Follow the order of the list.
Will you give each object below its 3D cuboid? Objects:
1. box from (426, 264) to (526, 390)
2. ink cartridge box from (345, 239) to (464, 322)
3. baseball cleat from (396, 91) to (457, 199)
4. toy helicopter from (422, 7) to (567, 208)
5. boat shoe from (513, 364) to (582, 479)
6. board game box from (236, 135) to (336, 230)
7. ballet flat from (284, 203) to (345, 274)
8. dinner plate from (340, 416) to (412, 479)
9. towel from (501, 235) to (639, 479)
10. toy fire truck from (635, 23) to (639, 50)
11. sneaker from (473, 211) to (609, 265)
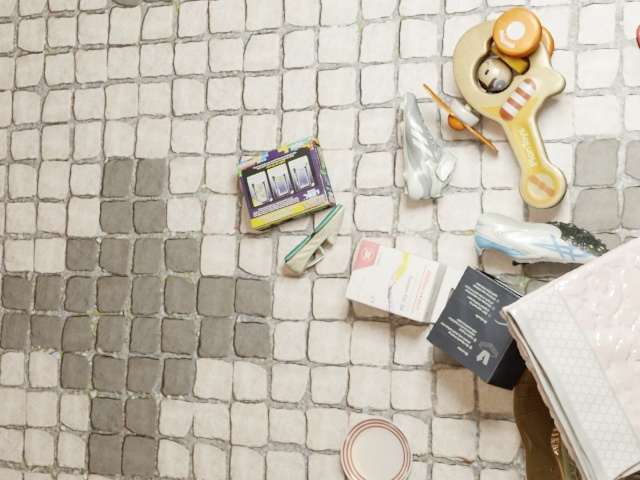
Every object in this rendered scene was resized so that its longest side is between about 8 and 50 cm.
[{"bbox_3d":[0.296,0.152,1.765,0.156,0.093,0.158,35,99,43],"label":"box"},{"bbox_3d":[0.159,0.081,1.865,0.198,0.067,0.115,16,91,22],"label":"ink cartridge box"},{"bbox_3d":[0.199,-0.177,1.884,0.109,0.072,0.206,-3,86,6],"label":"baseball cleat"},{"bbox_3d":[0.331,-0.217,1.790,0.235,0.140,0.355,-22,80,21],"label":"toy helicopter"},{"bbox_3d":[0.402,0.328,1.742,0.104,0.089,0.285,-10,77,47],"label":"boat shoe"},{"bbox_3d":[-0.068,-0.110,1.987,0.170,0.048,0.141,-18,80,19],"label":"board game box"},{"bbox_3d":[0.000,0.000,1.955,0.052,0.057,0.168,43,107,-8],"label":"ballet flat"},{"bbox_3d":[0.106,0.400,1.883,0.141,0.017,0.141,-3,84,23],"label":"dinner plate"},{"bbox_3d":[0.494,0.187,1.623,0.316,0.053,0.332,-25,84,-13],"label":"towel"},{"bbox_3d":[0.681,-0.320,1.624,0.302,0.169,0.254,-21,74,16],"label":"toy fire truck"},{"bbox_3d":[0.387,0.010,1.780,0.237,0.085,0.086,12,116,19],"label":"sneaker"}]
